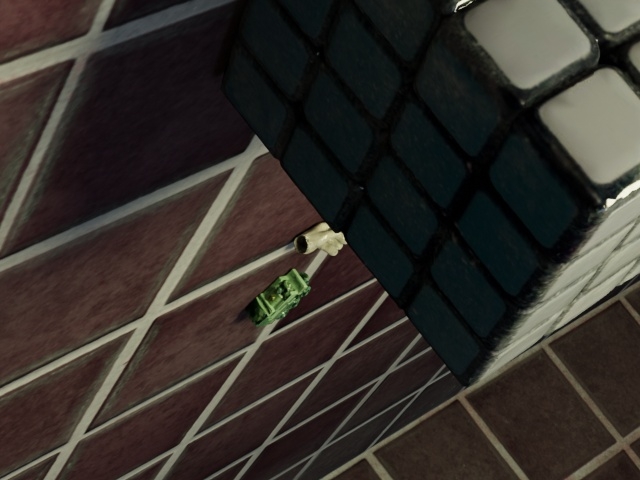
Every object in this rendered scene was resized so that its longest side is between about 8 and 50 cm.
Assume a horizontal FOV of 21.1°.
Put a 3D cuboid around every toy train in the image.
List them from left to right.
[{"bbox_3d":[-0.049,0.069,2.084,0.083,0.033,0.053,-46,160,28],"label":"toy train"}]

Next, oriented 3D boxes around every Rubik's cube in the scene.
[{"bbox_3d":[0.172,-0.152,1.303,0.344,0.337,0.344,-32,164,-24],"label":"Rubik's cube"}]

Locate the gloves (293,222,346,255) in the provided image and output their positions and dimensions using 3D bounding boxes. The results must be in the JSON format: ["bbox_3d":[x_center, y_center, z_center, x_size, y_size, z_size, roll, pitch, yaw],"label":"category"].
[{"bbox_3d":[0.000,-0.002,1.974,0.081,0.037,0.044,-1,165,-36],"label":"gloves"}]
